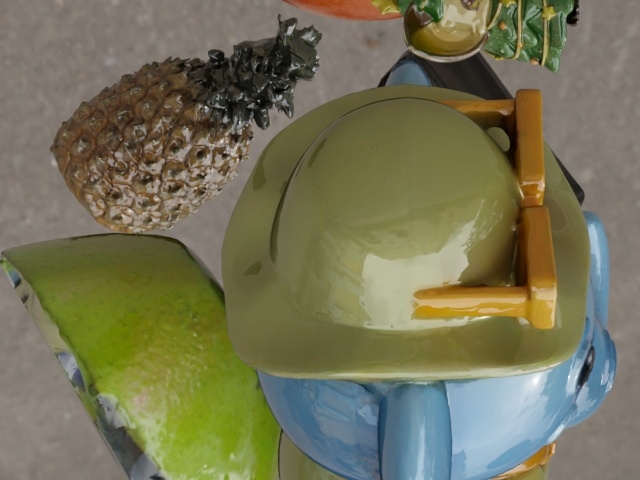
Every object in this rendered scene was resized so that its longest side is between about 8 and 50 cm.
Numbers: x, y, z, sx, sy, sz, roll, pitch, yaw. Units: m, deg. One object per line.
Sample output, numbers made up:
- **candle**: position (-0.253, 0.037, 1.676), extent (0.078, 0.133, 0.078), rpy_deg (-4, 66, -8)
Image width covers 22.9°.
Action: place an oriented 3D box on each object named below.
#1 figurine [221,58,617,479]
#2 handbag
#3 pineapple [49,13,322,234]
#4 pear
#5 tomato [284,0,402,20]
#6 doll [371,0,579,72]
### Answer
- **figurine**: position (0.041, 0.037, 0.636), extent (0.180, 0.153, 0.262), rpy_deg (-61, 166, -15)
- **handbag**: position (0.156, -0.088, 1.656), extent (0.080, 0.247, 0.223), rpy_deg (-36, 177, -20)
- **pineapple**: position (-0.148, -0.157, 1.906), extent (0.362, 0.202, 0.202), rpy_deg (-35, 143, 32)
- **pear**: position (-0.149, 0.134, 1.535), extent (0.165, 0.399, 0.399), rpy_deg (-30, 145, -11)
- **tomato**: position (0.031, -0.282, 1.100), extent (0.224, 0.256, 0.256), rpy_deg (-14, 146, -37)
- **doll**: position (0.090, -0.126, 0.891), extent (0.113, 0.078, 0.077), rpy_deg (-9, 148, 13)
